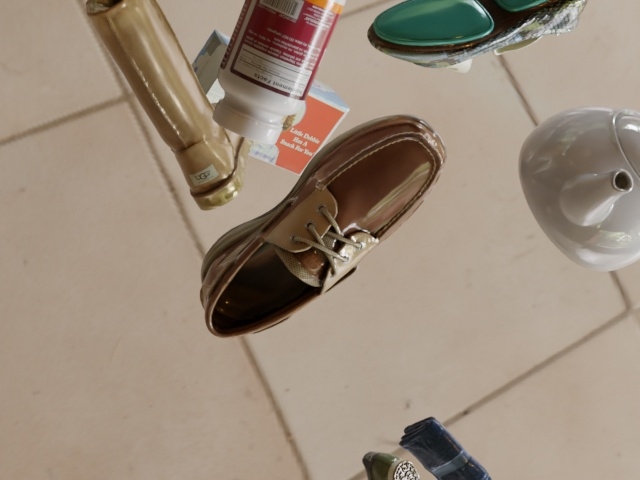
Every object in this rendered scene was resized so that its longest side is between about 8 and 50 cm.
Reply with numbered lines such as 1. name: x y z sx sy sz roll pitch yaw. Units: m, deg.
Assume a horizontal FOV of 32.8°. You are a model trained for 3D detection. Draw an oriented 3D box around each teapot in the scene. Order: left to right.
1. teapot: 0.412 -0.093 1.496 0.252 0.187 0.256 27 45 -32

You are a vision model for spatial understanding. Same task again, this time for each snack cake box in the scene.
1. snack cake box: -0.101 -0.225 1.817 0.264 0.152 0.089 21 24 -41

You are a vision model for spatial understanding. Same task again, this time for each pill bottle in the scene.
1. pill bottle: -0.042 -0.170 0.992 0.086 0.086 0.152 20 104 -15

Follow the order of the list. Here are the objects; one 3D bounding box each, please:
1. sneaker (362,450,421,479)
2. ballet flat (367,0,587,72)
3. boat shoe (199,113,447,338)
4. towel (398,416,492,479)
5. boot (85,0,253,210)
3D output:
1. sneaker: 0.118 0.396 1.682 0.064 0.086 0.192 -42 129 -30
2. ballet flat: 0.124 -0.160 0.828 0.188 0.070 0.070 -18 83 -12
3. boat shoe: 0.000 0.000 1.113 0.123 0.324 0.116 40 27 -18
4. towel: 0.161 0.281 1.396 0.119 0.067 0.029 47 42 -7
5. boot: -0.173 -0.197 1.287 0.089 0.236 0.270 -26 119 5
